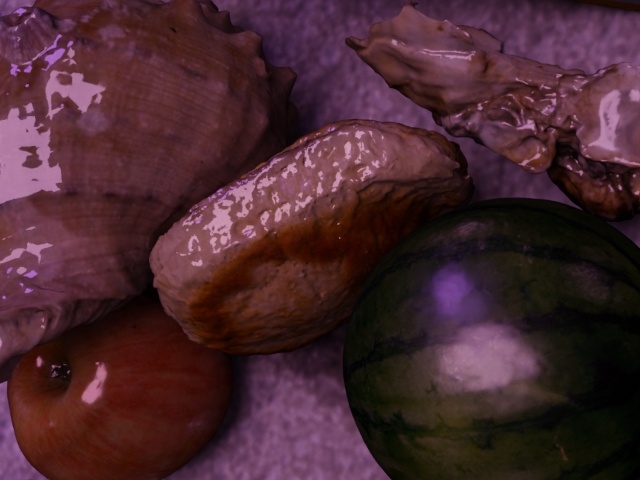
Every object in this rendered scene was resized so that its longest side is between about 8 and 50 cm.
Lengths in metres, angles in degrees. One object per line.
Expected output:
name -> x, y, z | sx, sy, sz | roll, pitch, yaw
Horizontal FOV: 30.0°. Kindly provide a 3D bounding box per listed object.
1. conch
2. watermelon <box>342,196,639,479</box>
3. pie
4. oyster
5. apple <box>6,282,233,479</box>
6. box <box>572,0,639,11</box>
conch -> -0.170, -0.056, 0.778 | 0.263, 0.324, 0.186 | -16, 111, 47
watermelon -> 0.120, 0.067, 0.658 | 0.214, 0.188, 0.188 | -15, 75, 24
pie -> 0.000, 0.000, 0.727 | 0.205, 0.179, 0.084 | -32, 73, 1
oyster -> 0.128, -0.080, 0.715 | 0.233, 0.161, 0.107 | 16, 108, 18
apple -> -0.139, 0.098, 0.805 | 0.146, 0.131, 0.146 | -6, 78, 30
box -> 0.033, -0.297, 0.684 | 0.415, 0.116, 0.264 | 6, 84, -10
